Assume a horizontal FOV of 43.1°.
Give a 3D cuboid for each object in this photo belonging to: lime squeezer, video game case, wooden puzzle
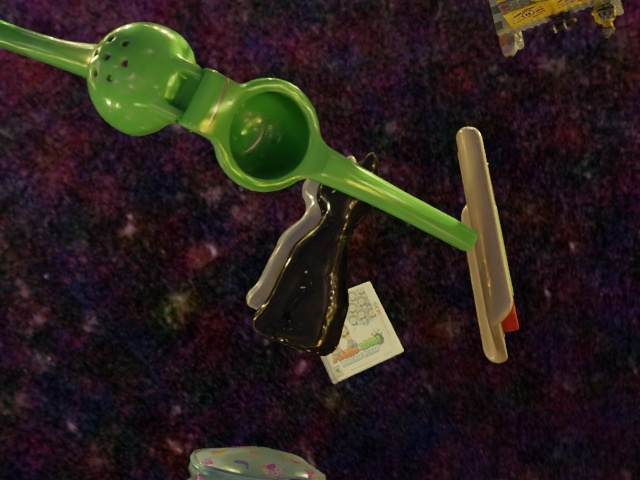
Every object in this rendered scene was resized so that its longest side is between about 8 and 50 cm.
[{"bbox_3d":[-0.055,-0.058,0.427,0.311,0.110,0.058,23,72,2],"label":"lime squeezer"},{"bbox_3d":[0.056,0.160,1.436,0.157,0.019,0.143,-19,77,-33],"label":"video game case"},{"bbox_3d":[0.196,0.013,0.938,0.044,0.238,0.220,-9,69,7],"label":"wooden puzzle"}]

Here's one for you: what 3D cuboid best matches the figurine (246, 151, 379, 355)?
[{"bbox_3d":[0.000,0.000,0.897,0.092,0.215,0.209,22,93,-10],"label":"figurine"}]

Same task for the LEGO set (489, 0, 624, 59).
[{"bbox_3d":[0.213,-0.262,0.574,0.332,0.255,0.192,-13,78,17],"label":"LEGO set"}]

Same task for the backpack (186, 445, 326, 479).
[{"bbox_3d":[-0.082,0.276,0.784,0.189,0.166,0.144,-2,88,-15],"label":"backpack"}]
